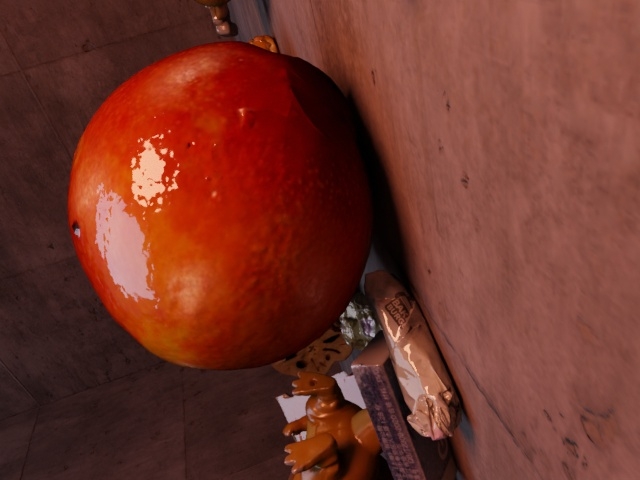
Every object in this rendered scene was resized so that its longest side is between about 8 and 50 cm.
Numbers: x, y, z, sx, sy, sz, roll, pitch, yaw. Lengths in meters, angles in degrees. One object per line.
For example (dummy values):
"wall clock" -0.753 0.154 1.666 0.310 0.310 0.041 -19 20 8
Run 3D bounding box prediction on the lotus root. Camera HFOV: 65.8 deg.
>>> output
"lotus root" -0.050 0.195 1.358 0.346 0.250 0.251 -118 11 -64

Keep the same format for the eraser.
"eraser" 0.109 0.223 0.614 0.092 0.046 0.213 -34 -75 -54

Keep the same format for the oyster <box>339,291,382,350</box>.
"oyster" 0.081 0.159 0.792 0.191 0.081 0.164 96 151 -87

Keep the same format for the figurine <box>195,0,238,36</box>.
"figurine" -0.207 -0.533 0.868 0.342 0.166 0.285 43 -151 -54

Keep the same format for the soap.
"soap" 0.031 0.381 1.112 0.302 0.257 0.159 90 162 -73

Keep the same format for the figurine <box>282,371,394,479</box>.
"figurine" 0.069 0.428 0.827 0.401 0.267 0.388 -124 17 -60

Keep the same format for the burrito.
"burrito" 0.098 0.117 0.550 0.064 0.064 0.203 80 172 -61

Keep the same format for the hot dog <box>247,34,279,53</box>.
"hot dog" -0.091 -0.296 1.039 0.115 0.072 0.269 -170 62 -75

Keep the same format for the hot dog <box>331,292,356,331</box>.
"hot dog" 0.005 0.081 1.068 0.196 0.122 0.273 44 152 57

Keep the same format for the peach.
"peach" -0.105 -0.045 0.588 0.388 0.387 0.389 161 90 -85
